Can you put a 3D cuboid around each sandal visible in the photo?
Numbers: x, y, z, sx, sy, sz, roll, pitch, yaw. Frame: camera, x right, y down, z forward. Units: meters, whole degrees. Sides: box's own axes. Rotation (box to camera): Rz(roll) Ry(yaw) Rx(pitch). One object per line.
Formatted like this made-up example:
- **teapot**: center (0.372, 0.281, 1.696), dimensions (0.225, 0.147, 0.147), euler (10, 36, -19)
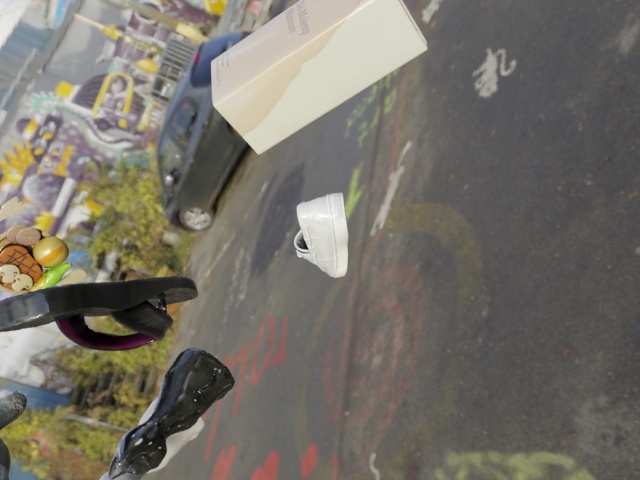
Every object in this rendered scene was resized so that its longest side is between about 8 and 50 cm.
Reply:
- **sandal**: center (-0.336, 0.127, 1.078), dimensions (0.446, 0.168, 0.106), euler (3, -109, -73)

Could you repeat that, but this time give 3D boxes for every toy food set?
- **toy food set**: center (-0.494, 0.035, 1.140), dimensions (0.132, 0.192, 0.038), euler (-39, 35, -10)

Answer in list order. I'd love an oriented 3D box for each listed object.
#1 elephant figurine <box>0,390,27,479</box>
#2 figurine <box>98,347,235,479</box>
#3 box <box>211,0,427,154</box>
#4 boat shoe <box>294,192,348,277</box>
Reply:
- **elephant figurine**: center (-0.493, 0.329, 0.914), dimensions (0.169, 0.240, 0.185), euler (-3, 93, 52)
- **figurine**: center (-0.241, 0.286, 0.969), dimensions (0.214, 0.092, 0.209), euler (-56, -5, 39)
- **box**: center (-0.009, -0.284, 1.043), dimensions (0.311, 0.121, 0.148), euler (-30, 41, 16)
- **boat shoe**: center (0.000, 0.000, 0.811), dimensions (0.184, 0.063, 0.066), euler (86, 179, -74)
